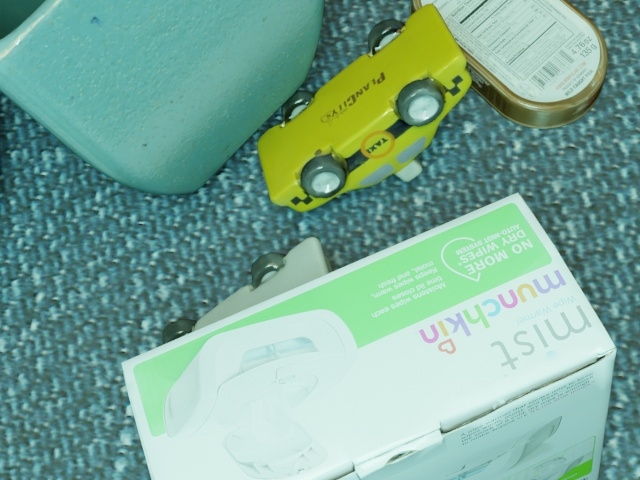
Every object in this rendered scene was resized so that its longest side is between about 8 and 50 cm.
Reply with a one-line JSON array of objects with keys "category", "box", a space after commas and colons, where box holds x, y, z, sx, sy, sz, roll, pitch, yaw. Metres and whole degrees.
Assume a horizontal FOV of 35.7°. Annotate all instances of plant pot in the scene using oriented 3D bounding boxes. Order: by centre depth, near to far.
[{"category": "plant pot", "box": [-0.144, -0.178, 0.743, 0.248, 0.252, 0.247, -46, 54, -10]}]

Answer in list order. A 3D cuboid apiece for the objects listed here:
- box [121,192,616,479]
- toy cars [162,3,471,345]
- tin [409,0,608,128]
[{"category": "box", "box": [0.041, 0.125, 0.642, 0.262, 0.231, 0.127, -23, 56, -2]}, {"category": "toy cars", "box": [0.000, 0.000, 0.768, 0.176, 0.087, 0.394, 12, 71, 48]}, {"category": "tin", "box": [0.159, -0.177, 0.843, 0.106, 0.040, 0.189, -41, 73, -13]}]
